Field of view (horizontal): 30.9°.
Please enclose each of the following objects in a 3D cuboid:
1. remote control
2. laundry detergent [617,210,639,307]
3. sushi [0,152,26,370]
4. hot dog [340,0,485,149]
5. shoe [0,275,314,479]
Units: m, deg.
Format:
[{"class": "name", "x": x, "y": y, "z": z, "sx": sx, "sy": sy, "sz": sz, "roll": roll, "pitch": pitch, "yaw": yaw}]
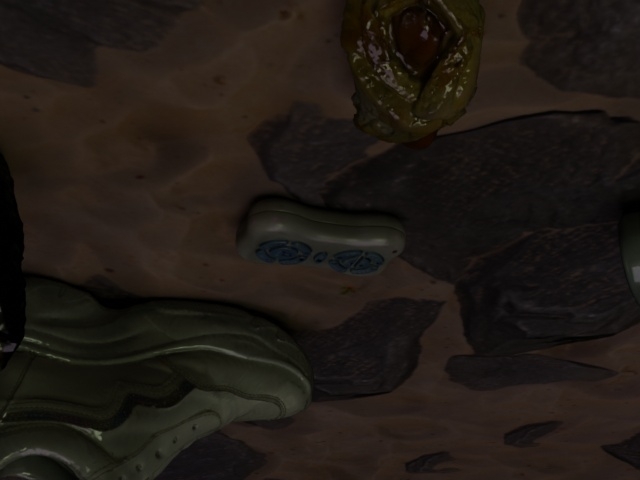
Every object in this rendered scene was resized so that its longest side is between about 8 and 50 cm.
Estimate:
[{"class": "remote control", "x": 0.000, "y": 0.000, "z": 0.867, "sx": 0.122, "sy": 0.032, "sz": 0.074, "roll": 7, "pitch": 154, "yaw": -16}, {"class": "laundry detergent", "x": 0.332, "y": -0.001, "z": 0.819, "sx": 0.225, "sy": 0.070, "sz": 0.099, "roll": -10, "pitch": 147, "yaw": 22}, {"class": "sushi", "x": -0.356, "y": 0.035, "z": 0.779, "sx": 0.350, "sy": 0.171, "sz": 0.211, "roll": -10, "pitch": 155, "yaw": 23}, {"class": "hot dog", "x": 0.053, "y": -0.090, "z": 0.636, "sx": 0.078, "sy": 0.061, "sz": 0.169, "roll": -4, "pitch": 155, "yaw": 6}, {"class": "shoe", "x": -0.168, "y": 0.160, "z": 1.001, "sx": 0.342, "sy": 0.210, "sz": 0.132, "roll": 11, "pitch": 153, "yaw": -22}]
